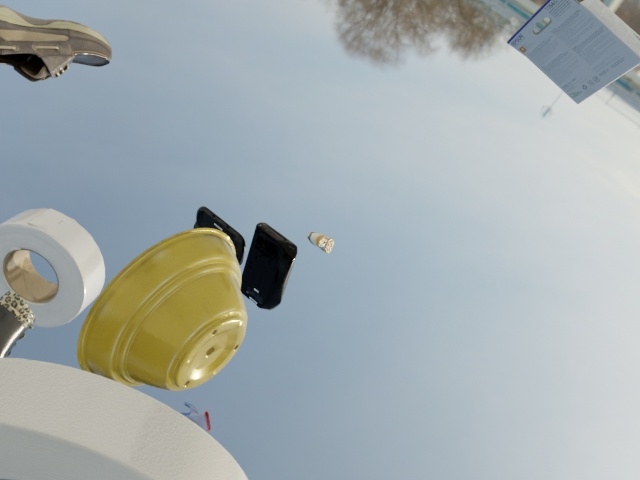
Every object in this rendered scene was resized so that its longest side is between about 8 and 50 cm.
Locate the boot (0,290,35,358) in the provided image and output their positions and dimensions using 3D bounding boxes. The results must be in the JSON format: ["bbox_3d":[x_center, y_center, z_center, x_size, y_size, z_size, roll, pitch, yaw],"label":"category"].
[{"bbox_3d":[-0.644,0.232,1.208,0.085,0.236,0.179,17,-133,20],"label":"boot"}]

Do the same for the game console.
[{"bbox_3d":[-0.220,0.017,1.626,0.361,0.213,0.044,36,-149,27],"label":"game console"}]

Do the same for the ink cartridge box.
[{"bbox_3d":[0.542,-0.417,1.272,0.224,0.223,0.045,40,-105,-2],"label":"ink cartridge box"}]

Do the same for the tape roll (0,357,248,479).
[{"bbox_3d":[-0.263,0.275,0.623,0.392,0.392,0.072,26,-141,-9],"label":"tape roll"}]

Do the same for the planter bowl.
[{"bbox_3d":[-0.148,0.100,0.667,0.090,0.217,0.217,38,-148,23],"label":"planter bowl"}]

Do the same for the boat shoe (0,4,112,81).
[{"bbox_3d":[-0.623,-0.412,1.307,0.355,0.132,0.130,-6,-91,-52],"label":"boat shoe"}]

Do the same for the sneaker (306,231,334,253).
[{"bbox_3d":[0.000,0.000,1.196,0.037,0.032,0.083,25,172,27],"label":"sneaker"}]

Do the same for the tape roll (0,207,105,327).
[{"bbox_3d":[-0.681,0.067,1.464,0.286,0.286,0.100,31,-153,-2],"label":"tape roll"}]

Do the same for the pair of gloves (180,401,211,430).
[{"bbox_3d":[-0.313,0.502,1.490,0.023,0.159,0.198,0,-106,-40],"label":"pair of gloves"}]
